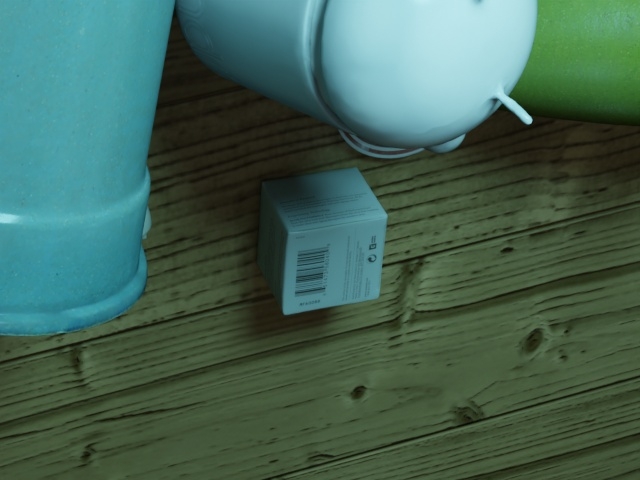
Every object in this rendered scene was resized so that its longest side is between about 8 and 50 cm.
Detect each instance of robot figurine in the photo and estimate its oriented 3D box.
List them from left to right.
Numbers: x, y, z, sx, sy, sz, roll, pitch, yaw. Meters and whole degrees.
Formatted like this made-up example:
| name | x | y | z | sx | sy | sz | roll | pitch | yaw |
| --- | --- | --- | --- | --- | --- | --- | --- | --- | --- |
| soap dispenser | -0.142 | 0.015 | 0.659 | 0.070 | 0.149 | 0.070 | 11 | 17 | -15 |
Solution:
| name | x | y | z | sx | sy | sz | roll | pitch | yaw |
| --- | --- | --- | --- | --- | --- | --- | --- | --- | --- |
| robot figurine | 0.025 | -0.190 | 1.545 | 0.200 | 0.353 | 0.300 | -48 | 135 | -17 |

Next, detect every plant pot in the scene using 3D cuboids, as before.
| name | x | y | z | sx | sy | sz | roll | pitch | yaw |
| --- | --- | --- | --- | --- | --- | --- | --- | --- | --- |
| plant pot | -0.256 | -0.156 | 1.490 | 0.341 | 0.341 | 0.334 | 5 | 115 | -27 |
| plant pot | 0.219 | -0.213 | 1.708 | 0.293 | 0.275 | 0.275 | -8 | 130 | 3 |

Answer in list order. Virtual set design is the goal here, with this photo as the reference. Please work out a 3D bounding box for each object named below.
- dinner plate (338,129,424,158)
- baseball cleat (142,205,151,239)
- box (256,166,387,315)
| name | x | y | z | sx | sy | sz | roll | pitch | yaw |
| --- | --- | --- | --- | --- | --- | --- | --- | --- | --- |
| dinner plate | 0.076 | -0.139 | 1.836 | 0.141 | 0.017 | 0.141 | -13 | 130 | -16 |
| baseball cleat | -0.257 | -0.008 | 1.767 | 0.206 | 0.072 | 0.109 | -25 | 116 | -7 |
| box | 0.000 | 0.000 | 1.863 | 0.102 | 0.087 | 0.101 | -10 | 129 | -18 |
